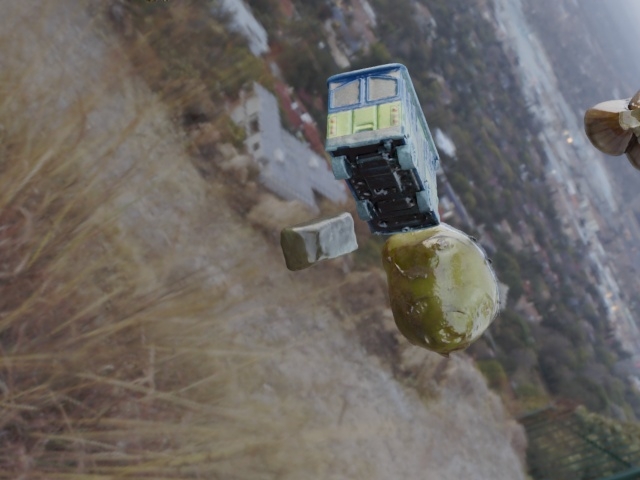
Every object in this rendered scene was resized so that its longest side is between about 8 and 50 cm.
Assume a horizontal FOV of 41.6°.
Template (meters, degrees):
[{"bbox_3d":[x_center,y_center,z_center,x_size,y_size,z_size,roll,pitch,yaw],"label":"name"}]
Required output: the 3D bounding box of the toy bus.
[{"bbox_3d":[0.122,-0.157,1.557,0.312,0.152,0.190,57,29,-54],"label":"toy bus"}]

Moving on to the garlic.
[{"bbox_3d":[0.554,-0.179,1.364,0.191,0.214,0.160,-29,96,-48],"label":"garlic"}]

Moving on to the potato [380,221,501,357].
[{"bbox_3d":[0.240,0.112,1.837,0.299,0.246,0.196,53,47,1],"label":"potato"}]

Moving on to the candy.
[{"bbox_3d":[0.000,0.000,1.972,0.234,0.102,0.104,-22,103,-60],"label":"candy"}]
